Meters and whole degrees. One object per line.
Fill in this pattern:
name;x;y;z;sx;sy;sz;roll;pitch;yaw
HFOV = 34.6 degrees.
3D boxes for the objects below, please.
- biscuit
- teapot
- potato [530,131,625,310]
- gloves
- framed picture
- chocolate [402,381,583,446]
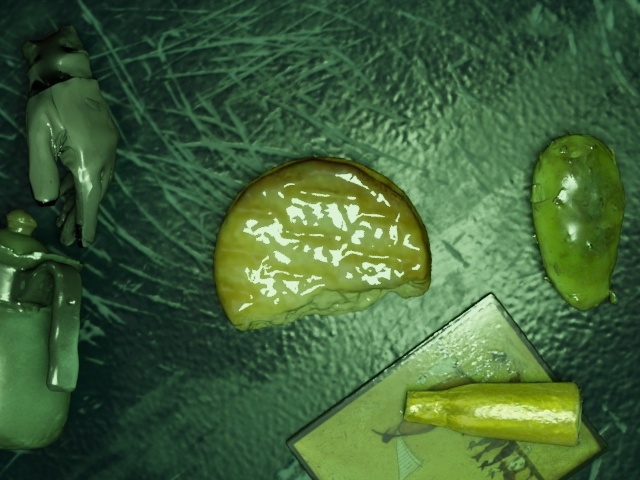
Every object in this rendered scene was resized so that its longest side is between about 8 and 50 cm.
biscuit;0.000;0.000;1.299;0.274;0.091;0.213;-6;94;6
teapot;-0.394;0.097;1.238;0.223;0.305;0.285;13;85;-11
potato;0.321;-0.023;1.277;0.117;0.090;0.225;-7;98;-2
gloves;-0.322;-0.131;1.302;0.119;0.142;0.285;-5;93;32
framed picture;0.162;0.265;1.334;0.339;0.014;0.255;-36;89;4
chocolate;0.213;0.213;1.284;0.219;0.085;0.085;2;92;8
